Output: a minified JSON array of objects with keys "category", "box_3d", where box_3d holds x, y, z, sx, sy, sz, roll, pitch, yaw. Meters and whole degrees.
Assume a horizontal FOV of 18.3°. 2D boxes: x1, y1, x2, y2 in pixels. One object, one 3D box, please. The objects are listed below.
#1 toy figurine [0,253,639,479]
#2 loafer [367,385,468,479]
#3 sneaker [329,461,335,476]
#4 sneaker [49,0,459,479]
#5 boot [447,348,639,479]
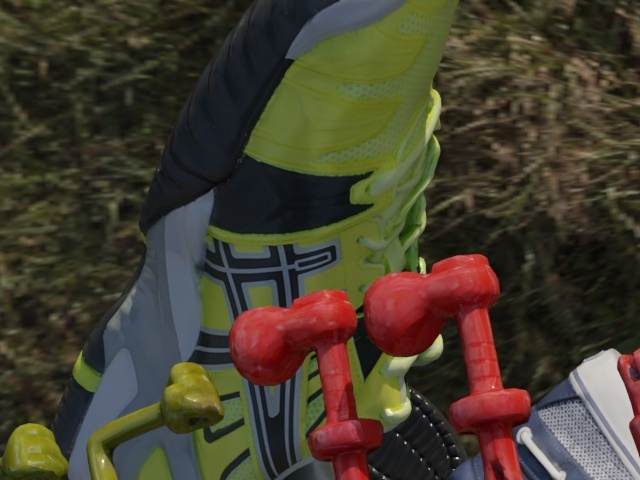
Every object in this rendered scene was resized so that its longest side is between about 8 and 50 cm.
[{"category":"toy figurine","box_3d":[-0.046,0.094,0.481,0.362,0.217,0.191,-19,71,33]},{"category":"loafer","box_3d":[0.033,0.142,1.628,0.220,0.078,0.080,37,82,20]},{"category":"sneaker","box_3d":[0.115,0.311,1.434,0.202,0.185,0.483,-33,117,5]},{"category":"sneaker","box_3d":[0.000,0.000,0.893,0.147,0.145,0.385,30,134,5]},{"category":"boot","box_3d":[0.124,0.135,0.724,0.086,0.069,0.190,-40,52,12]}]
